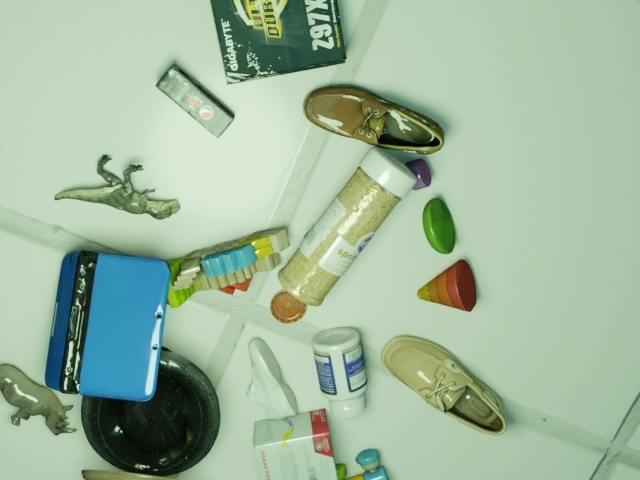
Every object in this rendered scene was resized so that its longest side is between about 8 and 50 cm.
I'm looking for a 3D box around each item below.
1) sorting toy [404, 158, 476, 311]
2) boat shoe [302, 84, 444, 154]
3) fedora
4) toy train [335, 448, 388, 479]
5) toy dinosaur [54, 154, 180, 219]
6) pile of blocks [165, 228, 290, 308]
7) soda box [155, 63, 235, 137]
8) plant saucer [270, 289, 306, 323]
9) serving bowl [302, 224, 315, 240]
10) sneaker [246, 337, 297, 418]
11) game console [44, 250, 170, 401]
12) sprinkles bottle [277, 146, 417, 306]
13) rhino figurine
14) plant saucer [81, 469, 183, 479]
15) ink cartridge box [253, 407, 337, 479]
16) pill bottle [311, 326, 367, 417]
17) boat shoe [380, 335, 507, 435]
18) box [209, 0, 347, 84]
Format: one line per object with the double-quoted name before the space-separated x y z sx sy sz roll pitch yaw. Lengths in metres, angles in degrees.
"sorting toy" 0.229 0.002 1.891 0.126 0.127 0.365 -15 106 31
"boat shoe" 0.116 -0.256 1.788 0.307 0.104 0.110 11 105 -7
"fedora" -0.371 0.359 1.898 0.334 0.152 0.334 -1 114 -3
"toy train" 0.049 0.603 2.037 0.248 0.105 0.143 -19 96 1
"toy dinosaur" -0.433 -0.114 1.812 0.268 0.064 0.118 10 112 -4
"pile of blocks" -0.233 0.082 1.835 0.362 0.149 0.112 -17 106 0
"soda box" -0.261 -0.291 1.776 0.169 0.053 0.060 40 100 -13
"plant saucer" -0.074 0.150 1.937 0.084 0.013 0.083 -1 106 -5
"serving bowl" 0.000 0.000 1.892 0.083 0.027 0.083 -1 107 -5
"sneaker" -0.135 0.328 1.956 0.094 0.080 0.212 -19 108 13
"game console" -0.452 0.178 1.785 0.173 0.250 0.293 11 81 -29
"sprinkles bottle" 0.053 -0.027 1.803 0.121 0.121 0.355 34 105 -13
"rhino figurine" -0.655 0.369 1.925 0.243 0.073 0.106 38 103 -15
"plant saucer" -0.400 0.553 1.906 0.278 0.278 0.041 11 69 -7
"ink cartridge box" -0.061 0.488 1.975 0.176 0.127 0.128 -10 107 -2
"pill bottle" 0.048 0.304 1.940 0.112 0.112 0.186 -10 106 -2
"boat shoe" 0.294 0.336 1.968 0.341 0.110 0.121 31 101 -12
"box" -0.098 -0.498 1.718 0.257 0.079 0.322 -11 106 -3
